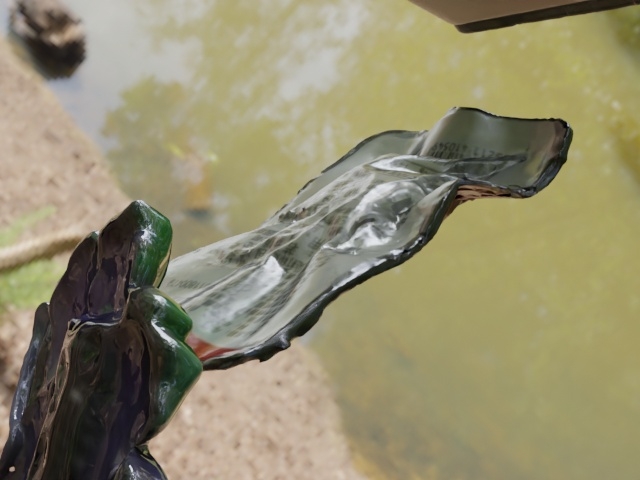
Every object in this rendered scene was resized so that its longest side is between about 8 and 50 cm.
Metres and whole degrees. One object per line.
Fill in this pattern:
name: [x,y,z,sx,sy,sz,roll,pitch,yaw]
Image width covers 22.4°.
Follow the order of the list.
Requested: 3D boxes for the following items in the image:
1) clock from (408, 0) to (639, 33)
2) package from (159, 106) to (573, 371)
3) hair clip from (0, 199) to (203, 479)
clock: [0.124,-0.187,0.761,0.071,0.192,0.147,23,71,-42]
package: [0.000,0.000,0.740,0.232,0.166,0.040,-35,111,-33]
hair clip: [-0.080,0.082,0.413,0.052,0.124,0.195,24,74,-31]
